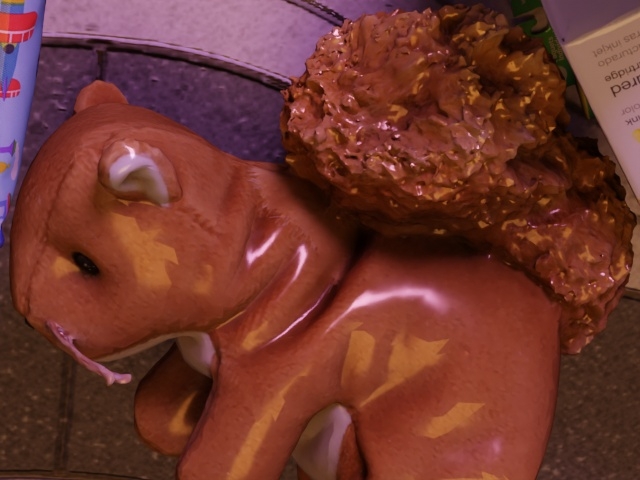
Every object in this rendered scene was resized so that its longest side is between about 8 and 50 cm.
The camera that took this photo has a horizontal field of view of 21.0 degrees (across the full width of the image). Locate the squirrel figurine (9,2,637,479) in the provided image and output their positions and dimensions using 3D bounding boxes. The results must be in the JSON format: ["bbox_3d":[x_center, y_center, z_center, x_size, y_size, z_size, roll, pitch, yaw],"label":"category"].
[{"bbox_3d":[0.000,0.000,1.160,0.370,0.281,0.397,38,100,-17],"label":"squirrel figurine"}]

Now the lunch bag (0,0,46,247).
[{"bbox_3d":[-0.209,-0.152,0.969,0.138,0.293,0.221,9,109,-3],"label":"lunch bag"}]

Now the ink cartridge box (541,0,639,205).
[{"bbox_3d":[0.282,-0.098,1.106,0.201,0.117,0.278,-24,130,12],"label":"ink cartridge box"}]

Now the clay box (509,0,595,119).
[{"bbox_3d":[0.242,-0.164,1.159,0.222,0.053,0.127,-17,127,4],"label":"clay box"}]
